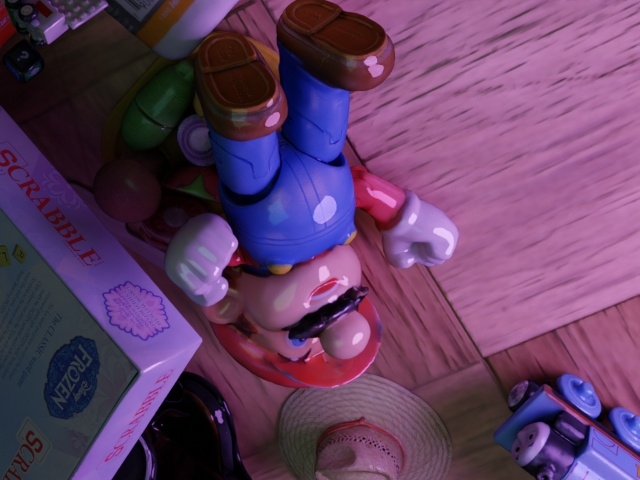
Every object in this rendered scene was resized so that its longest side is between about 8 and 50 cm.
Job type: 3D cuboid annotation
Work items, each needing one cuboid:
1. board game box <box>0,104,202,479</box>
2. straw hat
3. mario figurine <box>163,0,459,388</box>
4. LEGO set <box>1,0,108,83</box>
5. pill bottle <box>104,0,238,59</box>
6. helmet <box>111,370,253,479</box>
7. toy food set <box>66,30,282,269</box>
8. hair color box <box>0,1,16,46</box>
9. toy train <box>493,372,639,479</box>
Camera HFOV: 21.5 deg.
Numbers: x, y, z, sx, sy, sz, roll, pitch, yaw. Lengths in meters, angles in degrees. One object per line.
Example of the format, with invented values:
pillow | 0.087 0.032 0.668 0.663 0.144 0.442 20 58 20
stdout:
board game box | -0.264 0.061 1.234 0.318 0.066 0.319 49 133 15
straw hat | 0.030 0.178 1.344 0.144 0.061 0.144 5 119 9
mario figurine | 0.000 0.000 1.163 0.198 0.170 0.320 0 139 2
LEGO set | -0.238 -0.207 1.100 0.060 0.182 0.244 -41 113 -15
pill bottle | -0.148 -0.261 1.089 0.278 0.162 0.162 40 118 -9
helmet | -0.135 0.200 1.332 0.169 0.169 0.161 -15 97 19
toy food set | -0.105 -0.053 1.242 0.128 0.071 0.218 39 119 -10
hair color box | -0.283 -0.217 1.202 0.093 0.053 0.167 -2 119 14
toy train | 0.216 0.178 1.279 0.184 0.105 0.080 37 118 -9
